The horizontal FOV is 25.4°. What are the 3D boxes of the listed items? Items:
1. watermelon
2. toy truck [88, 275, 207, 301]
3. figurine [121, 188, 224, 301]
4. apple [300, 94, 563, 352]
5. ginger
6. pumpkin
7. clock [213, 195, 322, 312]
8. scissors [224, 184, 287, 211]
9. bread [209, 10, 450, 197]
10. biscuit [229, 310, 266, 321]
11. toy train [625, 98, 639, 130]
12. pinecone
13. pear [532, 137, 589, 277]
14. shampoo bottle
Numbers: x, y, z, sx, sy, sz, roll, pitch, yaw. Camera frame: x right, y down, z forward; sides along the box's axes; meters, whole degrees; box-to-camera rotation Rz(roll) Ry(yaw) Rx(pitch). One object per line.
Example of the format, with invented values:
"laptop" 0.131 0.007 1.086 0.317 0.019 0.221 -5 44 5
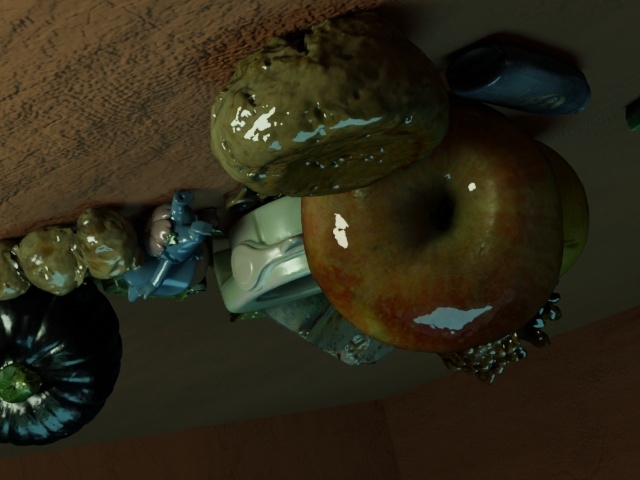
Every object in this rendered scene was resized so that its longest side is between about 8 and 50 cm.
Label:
"watermelon" 0.014 0.082 2.277 0.175 0.188 0.322 -59 157 -4
"toy truck" -0.236 0.044 1.916 0.100 0.077 0.169 -18 168 30
"figurine" -0.172 0.006 1.772 0.145 0.114 0.178 -8 158 -32
"apple" 0.122 -0.014 1.575 0.302 0.301 0.301 -13 168 -3
"ginger" -0.319 0.018 1.709 0.204 0.080 0.104 -17 135 11
"pumpkin" -0.376 0.150 1.790 0.248 0.248 0.248 -13 168 -3
"clock" 0.000 0.000 1.871 0.265 0.108 0.324 -15 171 -12
"scissors" -0.079 -0.075 1.700 0.088 0.017 0.220 -14 167 -3
"bread" 0.010 -0.126 1.331 0.230 0.123 0.230 -10 163 -3
"biscuit" -0.043 0.111 2.567 0.232 0.016 0.139 -10 167 -18
"toy train" 0.431 -0.169 1.803 0.056 0.038 0.093 -2 164 -23
"pinecone" 0.296 0.107 2.418 0.264 0.264 0.264 -13 168 -3
"pear" 0.237 -0.038 1.799 0.209 0.208 0.209 -13 168 -3
"shampoo bottle" 0.222 -0.170 1.530 0.087 0.049 0.234 -19 167 33
